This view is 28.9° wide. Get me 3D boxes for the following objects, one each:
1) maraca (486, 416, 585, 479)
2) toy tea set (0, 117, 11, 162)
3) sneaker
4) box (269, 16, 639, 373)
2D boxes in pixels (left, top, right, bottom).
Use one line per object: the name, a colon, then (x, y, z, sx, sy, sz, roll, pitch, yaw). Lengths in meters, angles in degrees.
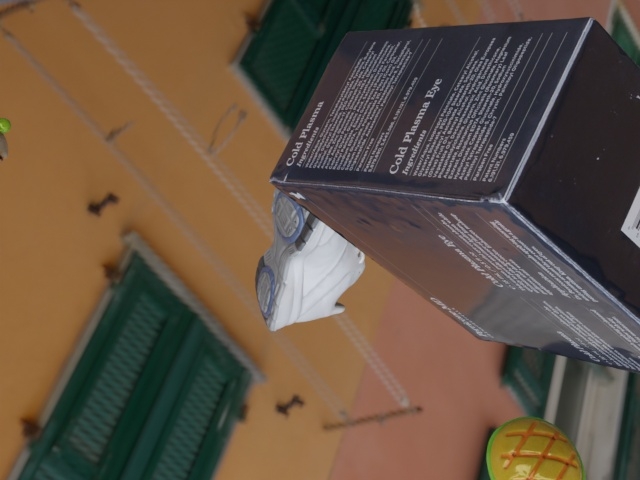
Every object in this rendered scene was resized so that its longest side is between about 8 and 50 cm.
maraca: (0.297, 0.321, 1.656, 0.127, 0.185, 0.099, -22, 156, -11)
toy tea set: (-0.484, -0.219, 1.457, 0.124, 0.200, 0.336, -41, 132, -2)
sneaker: (0.000, 0.000, 1.620, 0.129, 0.111, 0.297, -5, 143, -21)
box: (0.190, -0.034, 1.152, 0.343, 0.179, 0.312, 37, 163, -35)
